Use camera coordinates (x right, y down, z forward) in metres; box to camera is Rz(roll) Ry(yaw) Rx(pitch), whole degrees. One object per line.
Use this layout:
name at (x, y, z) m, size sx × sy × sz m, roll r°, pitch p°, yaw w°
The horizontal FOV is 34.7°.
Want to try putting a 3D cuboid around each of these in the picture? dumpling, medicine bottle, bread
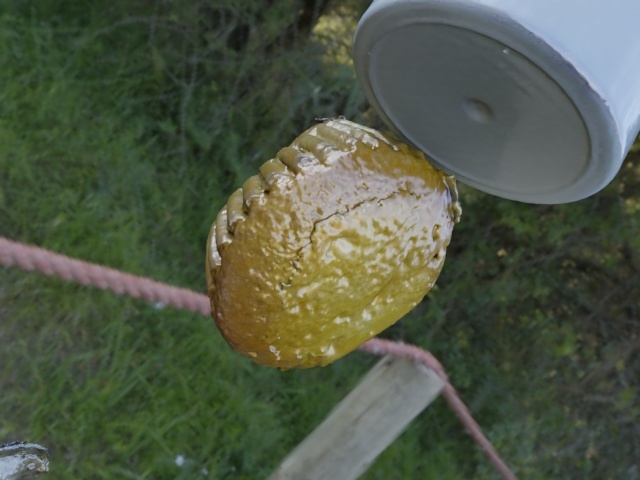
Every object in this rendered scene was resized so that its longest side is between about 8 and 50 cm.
dumpling at (-0.506, 0.353, 1.337) m, size 0.086 × 0.332 × 0.166 m, roll 55°, pitch -23°, yaw 22°
medicine bottle at (0.177, -0.187, 0.839) m, size 0.238 × 0.232 × 0.238 m, roll 29°, pitch -23°, yaw 13°
bread at (0.000, 0.003, 0.897) m, size 0.139 × 0.240 × 0.240 m, roll 47°, pitch 3°, yaw 36°
